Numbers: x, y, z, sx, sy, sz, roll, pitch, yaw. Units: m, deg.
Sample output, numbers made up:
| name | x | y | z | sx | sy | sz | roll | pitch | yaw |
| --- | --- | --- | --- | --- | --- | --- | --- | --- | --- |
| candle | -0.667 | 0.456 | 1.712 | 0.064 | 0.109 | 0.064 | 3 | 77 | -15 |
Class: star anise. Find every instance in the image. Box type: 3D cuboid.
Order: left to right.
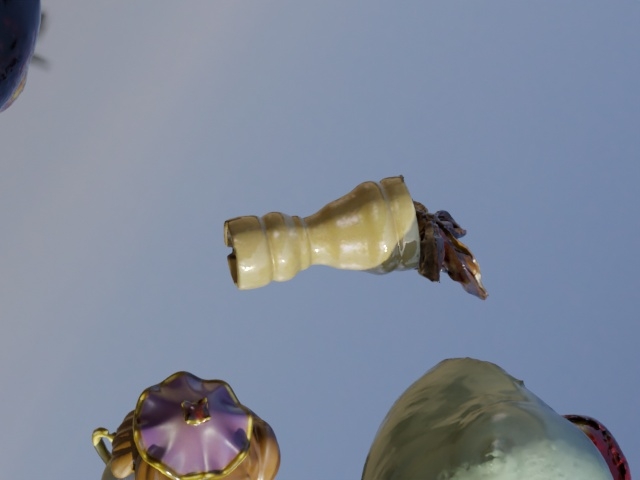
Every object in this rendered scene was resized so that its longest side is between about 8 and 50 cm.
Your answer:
| name | x | y | z | sx | sy | sz | roll | pitch | yaw |
| --- | --- | --- | --- | --- | --- | --- | --- | --- | --- |
| star anise | 0.131 | 0.004 | 2.081 | 0.053 | 0.157 | 0.212 | -52 | -139 | 14 |

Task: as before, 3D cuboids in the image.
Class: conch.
| name | x | y | z | sx | sy | sz | roll | pitch | yaw |
| --- | --- | --- | --- | --- | --- | --- | --- | --- | --- |
| conch | 0.092 | 0.164 | 1.206 | 0.221 | 0.121 | 0.185 | -15 | -114 | 57 |

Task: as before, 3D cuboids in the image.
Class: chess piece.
| name | x | y | z | sx | sy | sz | roll | pitch | yaw |
| --- | --- | --- | --- | --- | --- | --- | --- | --- | --- |
| chess piece | 0.000 | 0.000 | 1.245 | 0.066 | 0.122 | 0.066 | 168 | -90 | -82 |

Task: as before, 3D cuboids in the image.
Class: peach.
| name | x | y | z | sx | sy | sz | roll | pitch | yaw |
| --- | --- | --- | --- | --- | --- | --- | --- | --- | --- |
| peach | 0.290 | 0.271 | 2.131 | 0.172 | 0.127 | 0.092 | 68 | -29 | 18 |

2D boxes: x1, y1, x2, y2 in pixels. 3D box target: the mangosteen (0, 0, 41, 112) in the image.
| name | x | y | z | sx | sy | sz | roll | pitch | yaw |
| --- | --- | --- | --- | --- | --- | --- | --- | --- | --- |
| mangosteen | -0.410 | -0.216 | 1.770 | 0.297 | 0.297 | 0.313 | -68 | -161 | -2 |

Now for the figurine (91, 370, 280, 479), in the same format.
| name | x | y | z | sx | sy | sz | roll | pitch | yaw |
| --- | --- | --- | --- | --- | --- | --- | --- | --- | --- |
| figurine | -0.133 | 0.226 | 1.833 | 0.142 | 0.189 | 0.263 | -57 | -178 | -33 |
